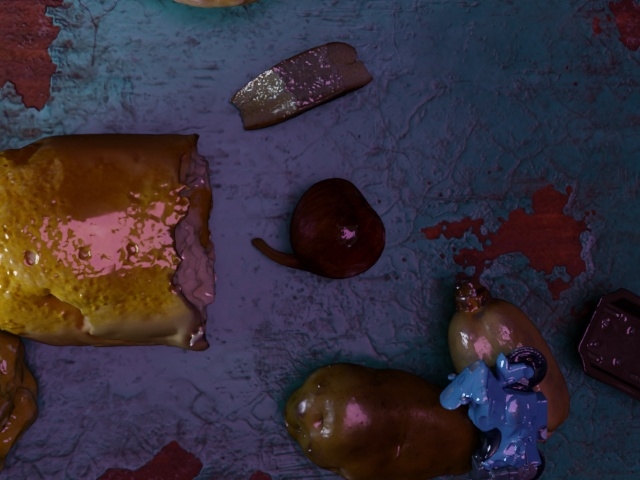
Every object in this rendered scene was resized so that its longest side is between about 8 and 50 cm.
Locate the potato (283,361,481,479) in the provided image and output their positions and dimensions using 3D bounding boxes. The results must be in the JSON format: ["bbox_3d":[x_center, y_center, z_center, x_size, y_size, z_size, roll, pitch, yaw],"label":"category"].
[{"bbox_3d":[0.119,0.332,1.587,0.369,0.176,0.196,13,62,-16],"label":"potato"}]

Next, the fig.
[{"bbox_3d":[0.007,0.003,1.562,0.207,0.175,0.175,-40,99,6],"label":"fig"}]

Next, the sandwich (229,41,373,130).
[{"bbox_3d":[-0.026,-0.275,1.578,0.258,0.096,0.094,-27,91,-13],"label":"sandwich"}]

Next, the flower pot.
[{"bbox_3d":[0.598,0.207,1.723,0.250,0.084,0.179,27,86,-10],"label":"flower pot"}]

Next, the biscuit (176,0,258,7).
[{"bbox_3d":[-0.167,-0.601,1.508,0.429,0.104,0.446,28,87,2],"label":"biscuit"}]

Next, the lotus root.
[{"bbox_3d":[0.329,0.215,1.631,0.169,0.151,0.343,-29,97,6],"label":"lotus root"}]

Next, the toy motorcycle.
[{"bbox_3d":[0.295,0.310,1.520,0.182,0.123,0.272,-4,106,-2],"label":"toy motorcycle"}]

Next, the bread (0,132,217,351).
[{"bbox_3d":[-0.357,0.006,1.427,0.394,0.250,0.361,0,90,-11],"label":"bread"}]

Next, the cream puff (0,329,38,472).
[{"bbox_3d":[-0.596,0.263,1.381,0.291,0.257,0.324,34,84,-14],"label":"cream puff"}]
